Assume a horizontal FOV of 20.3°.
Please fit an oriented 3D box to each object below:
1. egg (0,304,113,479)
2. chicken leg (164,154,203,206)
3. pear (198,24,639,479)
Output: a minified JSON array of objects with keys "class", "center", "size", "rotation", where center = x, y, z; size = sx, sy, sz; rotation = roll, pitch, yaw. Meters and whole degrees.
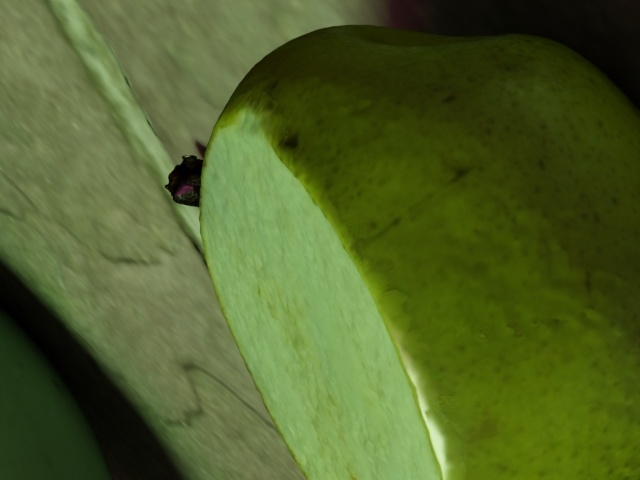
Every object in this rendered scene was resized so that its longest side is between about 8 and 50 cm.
[{"class":"egg","center":[-0.263,0.136,0.941],"size":[0.389,0.276,0.276],"rotation":[47,158,5]},{"class":"chicken leg","center":[-0.002,-0.002,0.580],"size":[0.145,0.037,0.062],"rotation":[30,167,29]},{"class":"pear","center":[0.040,0.009,0.435],"size":[0.141,0.104,0.141],"rotation":[52,152,41]}]
